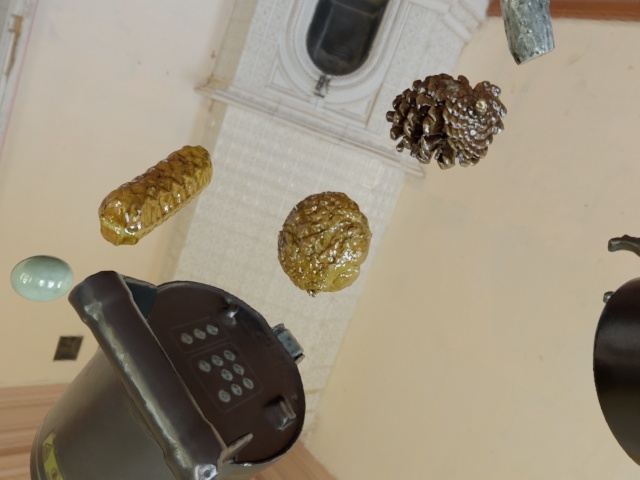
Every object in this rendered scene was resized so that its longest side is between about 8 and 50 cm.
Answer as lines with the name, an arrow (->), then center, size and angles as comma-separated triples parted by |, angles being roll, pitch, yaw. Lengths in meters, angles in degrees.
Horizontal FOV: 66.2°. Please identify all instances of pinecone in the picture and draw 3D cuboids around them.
pinecone -> 0.223, -0.227, 0.925 | 0.186, 0.168, 0.212 | -9, -152, -33

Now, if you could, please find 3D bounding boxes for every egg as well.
egg -> -0.879, 0.119, 1.552 | 0.192, 0.149, 0.149 | -1, -172, 4

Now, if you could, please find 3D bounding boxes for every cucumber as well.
cucumber -> 0.285, -0.300, 0.674 | 0.064, 0.112, 0.064 | -10, 176, -1

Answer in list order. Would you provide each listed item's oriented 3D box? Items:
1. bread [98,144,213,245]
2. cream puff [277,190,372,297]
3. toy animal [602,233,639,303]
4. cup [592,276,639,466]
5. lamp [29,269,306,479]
bread -> -0.149, -0.046, 0.461 | 0.044, 0.052, 0.157 | 16, -148, 9
cream puff -> 0.000, 0.001, 0.659 | 0.126, 0.144, 0.103 | 43, -164, 33
toy animal -> 0.543, 0.092, 0.791 | 0.114, 0.245, 0.146 | -31, -152, -33
cup -> 0.318, 0.059, 0.342 | 0.166, 0.239, 0.177 | 0, 169, -21
lamp -> -0.165, 0.188, 0.505 | 0.205, 0.272, 0.374 | 50, -175, 15
